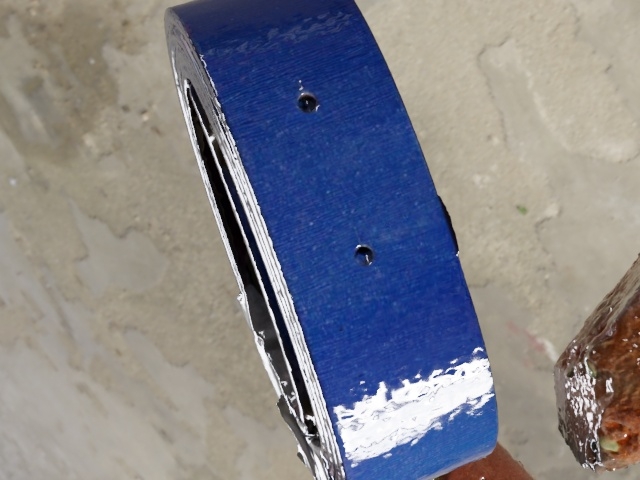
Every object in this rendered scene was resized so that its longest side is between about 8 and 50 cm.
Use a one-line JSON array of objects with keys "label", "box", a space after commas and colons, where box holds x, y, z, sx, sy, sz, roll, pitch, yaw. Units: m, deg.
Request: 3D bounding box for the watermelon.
[{"label": "watermelon", "box": [0.288, 0.095, 0.953, 0.140, 0.193, 0.257, 43, 112, -4]}]

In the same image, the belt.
[{"label": "belt", "box": [0.000, 0.000, 0.725, 0.212, 0.117, 0.346, 169, 81, -76]}]

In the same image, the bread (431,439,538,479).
[{"label": "bread", "box": [0.155, 0.245, 1.122, 0.192, 0.119, 0.067, 41, 137, 6]}]
